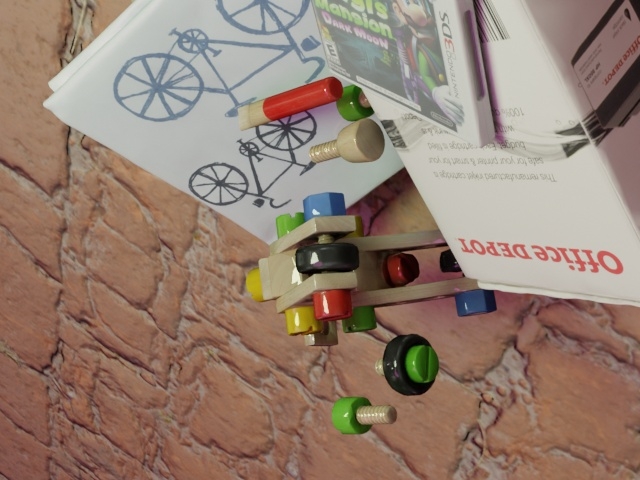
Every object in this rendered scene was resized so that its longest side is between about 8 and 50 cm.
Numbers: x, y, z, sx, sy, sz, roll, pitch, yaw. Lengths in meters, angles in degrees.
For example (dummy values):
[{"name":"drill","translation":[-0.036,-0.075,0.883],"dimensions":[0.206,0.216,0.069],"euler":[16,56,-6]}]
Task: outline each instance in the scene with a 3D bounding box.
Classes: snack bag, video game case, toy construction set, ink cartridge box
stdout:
[{"name":"snack bag","translation":[-0.046,-0.143,1.354],"dimensions":[0.342,0.037,0.323],"euler":[32,128,-29]},{"name":"video game case","translation":[0.055,-0.176,1.088],"dimensions":[0.190,0.022,0.173],"euler":[33,150,41]},{"name":"toy construction set","translation":[0.000,0.000,1.347],"dimensions":[0.237,0.257,0.309],"euler":[-11,106,46]},{"name":"ink cartridge box","translation":[0.169,-0.155,1.152],"dimensions":[0.285,0.166,0.395],"euler":[7,131,61]}]

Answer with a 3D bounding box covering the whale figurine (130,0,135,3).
[{"name":"whale figurine","translation":[-0.118,-0.270,1.381],"dimensions":[0.216,0.141,0.272],"euler":[17,134,44]}]
